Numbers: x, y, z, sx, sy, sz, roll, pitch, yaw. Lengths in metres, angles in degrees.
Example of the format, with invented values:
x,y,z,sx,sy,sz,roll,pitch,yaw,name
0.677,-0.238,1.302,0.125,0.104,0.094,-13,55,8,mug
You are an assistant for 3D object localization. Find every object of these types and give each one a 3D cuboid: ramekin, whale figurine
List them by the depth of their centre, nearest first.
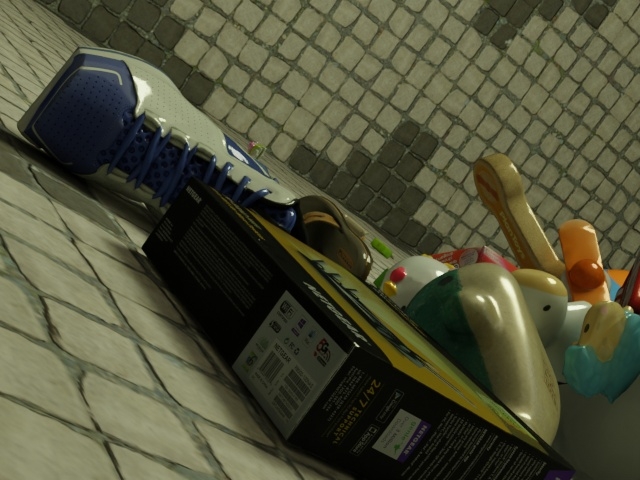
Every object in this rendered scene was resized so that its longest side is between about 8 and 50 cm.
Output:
x,y,z,sx,sy,sz,roll,pitch,yaw,name
0.142,0.142,1.056,0.272,0.141,0.216,-90,157,-57,whale figurine
0.352,0.211,1.309,0.207,0.207,0.109,39,-3,31,ramekin

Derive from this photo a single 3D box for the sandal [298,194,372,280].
x,y,z,sx,sy,sz,roll,pitch,yaw,name
0.000,0.000,1.697,0.060,0.090,0.219,6,29,-33,sandal

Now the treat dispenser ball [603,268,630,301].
x,y,z,sx,sy,sz,roll,pitch,yaw,name
0.527,0.194,2.073,0.288,0.288,0.288,35,5,-4,treat dispenser ball

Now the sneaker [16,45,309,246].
x,y,z,sx,sy,sz,roll,pitch,yaw,name
-0.113,-0.057,1.094,0.315,0.127,0.182,34,3,-38,sneaker

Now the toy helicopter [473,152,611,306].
x,y,z,sx,sy,sz,roll,pitch,yaw,name
0.294,0.041,1.494,0.235,0.140,0.355,112,-46,-72,toy helicopter

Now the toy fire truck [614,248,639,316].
x,y,z,sx,sy,sz,roll,pitch,yaw,name
0.461,0.158,1.786,0.169,0.302,0.253,21,-42,12,toy fire truck

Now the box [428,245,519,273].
x,y,z,sx,sy,sz,roll,pitch,yaw,name
0.253,0.118,1.667,0.128,0.122,0.257,-11,-32,42,box

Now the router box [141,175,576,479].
x,y,z,sx,sy,sz,roll,pitch,yaw,name
0.019,0.087,0.897,0.243,0.081,0.309,32,6,-35,router box

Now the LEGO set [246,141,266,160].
x,y,z,sx,sy,sz,roll,pitch,yaw,name
-0.065,-0.043,1.390,0.132,0.107,0.287,33,5,-23,LEGO set

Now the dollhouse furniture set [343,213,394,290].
x,y,z,sx,sy,sz,roll,pitch,yaw,name
0.068,0.030,1.850,0.152,0.076,0.058,41,-6,32,dollhouse furniture set

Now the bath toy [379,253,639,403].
x,y,z,sx,sy,sz,roll,pitch,yaw,name
0.186,0.090,1.295,0.348,0.129,0.151,13,-48,49,bath toy
